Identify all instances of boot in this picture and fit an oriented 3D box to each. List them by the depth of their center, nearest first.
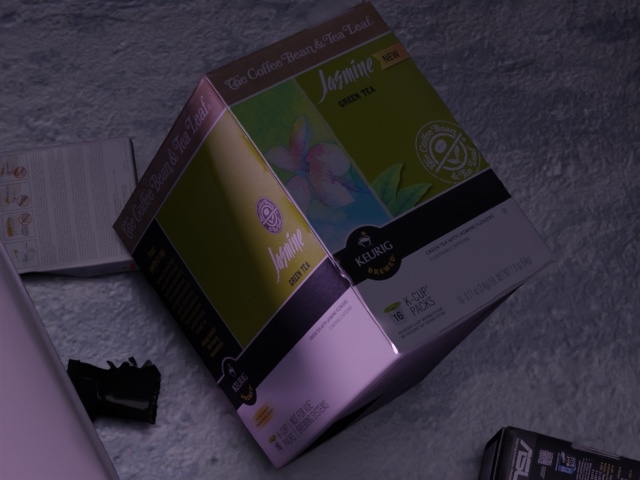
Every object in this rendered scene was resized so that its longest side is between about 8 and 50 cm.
[{"bbox_3d":[-0.217,0.173,1.844,0.099,0.045,0.121,8,51,-5],"label":"boot"}]

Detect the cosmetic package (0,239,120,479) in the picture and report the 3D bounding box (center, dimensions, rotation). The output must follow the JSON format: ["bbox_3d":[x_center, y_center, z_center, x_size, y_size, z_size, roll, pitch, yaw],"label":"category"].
[{"bbox_3d":[-0.438,0.196,1.610,0.394,0.329,0.327,-29,100,-19],"label":"cosmetic package"}]

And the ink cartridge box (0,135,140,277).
[{"bbox_3d":[-0.282,-0.029,1.927,0.179,0.045,0.145,-8,72,-2],"label":"ink cartridge box"}]

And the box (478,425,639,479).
[{"bbox_3d":[0.290,0.418,1.829,0.318,0.097,0.394,14,69,-3],"label":"box"}]

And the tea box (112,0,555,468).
[{"bbox_3d":[0.000,0.000,1.783,0.220,0.329,0.323,-30,80,-32],"label":"tea box"}]
